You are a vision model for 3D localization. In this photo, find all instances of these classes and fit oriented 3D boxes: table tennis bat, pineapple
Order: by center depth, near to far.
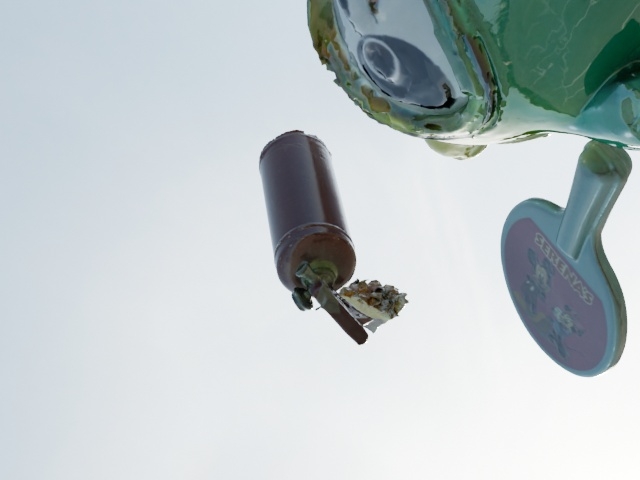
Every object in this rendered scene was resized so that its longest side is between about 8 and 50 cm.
[{"bbox_3d":[0.199,0.013,0.917,0.040,0.153,0.244,-23,-33,-19],"label":"table tennis bat"},{"bbox_3d":[0.085,0.093,1.633,0.114,0.114,0.077,8,-95,-27],"label":"pineapple"}]

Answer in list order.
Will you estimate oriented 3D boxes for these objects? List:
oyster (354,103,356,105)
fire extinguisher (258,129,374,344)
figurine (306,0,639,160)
[{"bbox_3d":[0.109,-0.308,1.338,0.158,0.162,0.351,37,-111,-25],"label":"oyster"},{"bbox_3d":[0.000,0.000,1.517,0.147,0.106,0.337,36,-155,-32],"label":"fire extinguisher"},{"bbox_3d":[0.131,-0.192,0.742,0.231,0.340,0.324,-17,-98,-29],"label":"figurine"}]
